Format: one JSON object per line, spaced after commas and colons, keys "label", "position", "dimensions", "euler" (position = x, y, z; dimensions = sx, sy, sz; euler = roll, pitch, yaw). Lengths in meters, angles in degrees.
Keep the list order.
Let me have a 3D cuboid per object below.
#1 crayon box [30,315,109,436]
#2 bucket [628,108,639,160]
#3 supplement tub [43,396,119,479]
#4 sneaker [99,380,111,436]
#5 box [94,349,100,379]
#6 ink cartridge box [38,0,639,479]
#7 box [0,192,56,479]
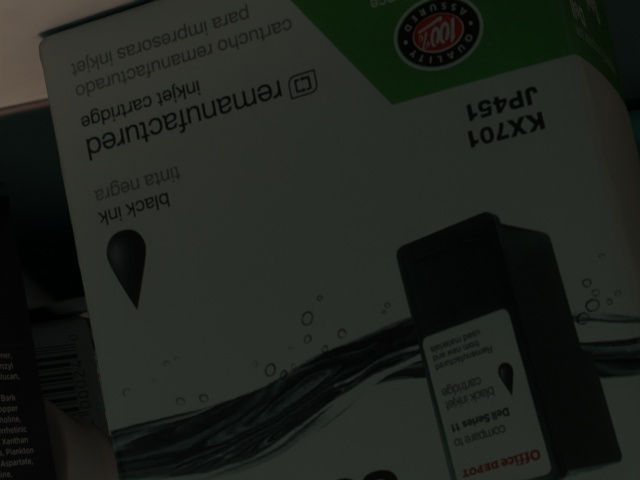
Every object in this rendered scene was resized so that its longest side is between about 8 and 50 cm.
{"label": "crayon box", "position": [-0.259, 0.157, 0.869], "dimensions": [0.318, 0.202, 0.081], "euler": [-4, 167, -34]}
{"label": "bucket", "position": [0.135, 0.053, 0.822], "dimensions": [0.281, 0.183, 0.281], "euler": [-13, 170, -2]}
{"label": "supplement tub", "position": [-0.074, 0.238, 0.776], "dimensions": [0.235, 0.235, 0.325], "euler": [-20, 130, 37]}
{"label": "sneaker", "position": [-0.151, 0.133, 1.173], "dimensions": [0.228, 0.092, 0.087], "euler": [-13, 172, 13]}
{"label": "box", "position": [-0.074, 0.061, 1.049], "dimensions": [0.137, 0.027, 0.094], "euler": [-2, 164, -44]}
{"label": "ink cartridge box", "position": [0.021, 0.029, 0.469], "dimensions": [0.153, 0.208, 0.087], "euler": [-16, 169, 16]}
{"label": "box", "position": [-0.184, 0.076, 0.621], "dimensions": [0.156, 0.158, 0.093], "euler": [-19, 167, 37]}
